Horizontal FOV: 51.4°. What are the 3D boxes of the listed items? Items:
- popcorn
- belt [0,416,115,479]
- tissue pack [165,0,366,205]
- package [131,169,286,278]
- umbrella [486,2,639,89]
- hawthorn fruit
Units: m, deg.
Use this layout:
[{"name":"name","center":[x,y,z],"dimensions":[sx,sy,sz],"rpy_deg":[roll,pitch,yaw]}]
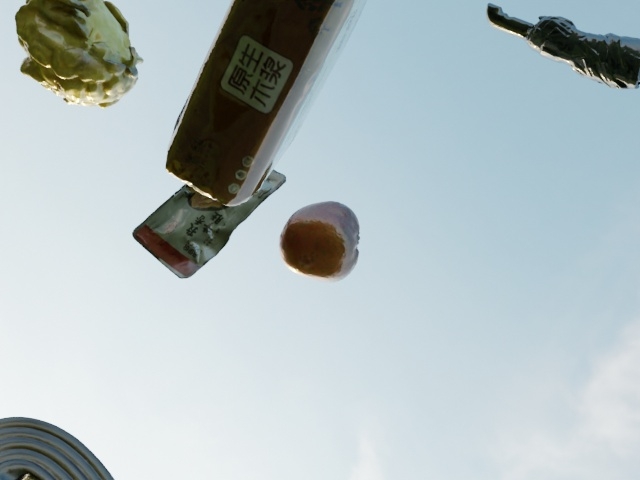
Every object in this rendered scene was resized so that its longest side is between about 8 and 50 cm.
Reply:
[{"name":"popcorn","center":[-0.454,-0.372,1.243],"dimensions":[0.190,0.250,0.250],"rpy_deg":[-38,-94,31]},{"name":"belt","center":[-0.303,0.361,0.704],"dimensions":[0.122,0.217,0.338],"rpy_deg":[-41,-107,42]},{"name":"tissue pack","center":[-0.036,-0.157,0.577],"dimensions":[0.092,0.183,0.226],"rpy_deg":[32,-65,-2]},{"name":"package","center":[-0.180,-0.052,1.087],"dimensions":[0.154,0.239,0.030],"rpy_deg":[35,-15,33]},{"name":"umbrella","center":[0.339,-0.275,0.930],"dimensions":[0.248,0.071,0.071],"rpy_deg":[31,-59,31]},{"name":"hawthorn fruit","center":[0.000,0.000,0.957],"dimensions":[0.128,0.128,0.128],"rpy_deg":[11,-67,27]}]
